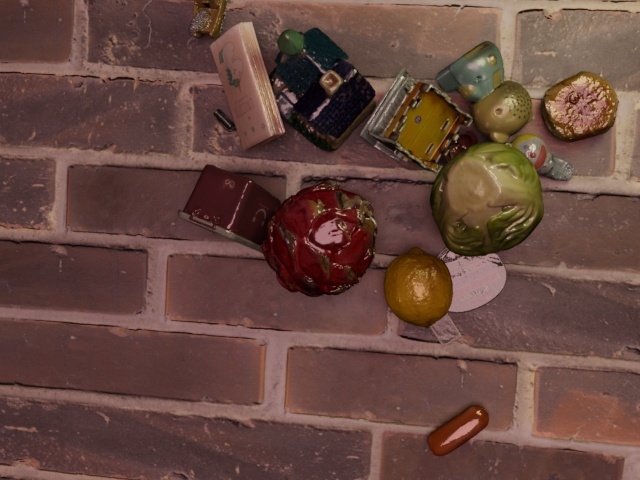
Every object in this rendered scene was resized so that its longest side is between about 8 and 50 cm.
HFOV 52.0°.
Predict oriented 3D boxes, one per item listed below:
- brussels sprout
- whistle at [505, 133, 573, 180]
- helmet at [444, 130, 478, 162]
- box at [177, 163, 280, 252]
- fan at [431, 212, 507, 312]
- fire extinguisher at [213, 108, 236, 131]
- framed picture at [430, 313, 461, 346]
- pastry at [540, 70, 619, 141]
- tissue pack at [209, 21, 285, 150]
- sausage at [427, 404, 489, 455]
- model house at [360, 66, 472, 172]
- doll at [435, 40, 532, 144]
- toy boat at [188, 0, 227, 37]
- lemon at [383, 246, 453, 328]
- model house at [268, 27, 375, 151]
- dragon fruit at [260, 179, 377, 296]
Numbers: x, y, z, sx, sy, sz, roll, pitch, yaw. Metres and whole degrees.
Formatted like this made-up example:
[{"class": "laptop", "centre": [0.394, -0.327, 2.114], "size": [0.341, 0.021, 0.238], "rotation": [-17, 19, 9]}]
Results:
[{"class": "brussels sprout", "centre": [0.429, -0.112, 1.719], "size": [0.289, 0.354, 0.282], "rotation": [-18, 76, 21]}, {"class": "whistle", "centre": [0.608, -0.222, 1.822], "size": [0.223, 0.123, 0.123], "rotation": [21, 95, -10]}, {"class": "helmet", "centre": [0.384, -0.272, 1.865], "size": [0.111, 0.057, 0.089], "rotation": [-35, 124, -3]}, {"class": "box", "centre": [-0.240, -0.086, 1.819], "size": [0.193, 0.294, 0.168], "rotation": [20, 85, 18]}, {"class": "fan", "centre": [0.386, 0.087, 1.905], "size": [0.294, 0.012, 0.223], "rotation": [35, 97, 3]}, {"class": "fire extinguisher", "centre": [-0.281, -0.350, 1.940], "size": [0.083, 0.025, 0.038], "rotation": [43, 129, 2]}, {"class": "framed picture", "centre": [0.361, 0.257, 1.913], "size": [0.066, 0.006, 0.089], "rotation": [-32, 91, 10]}, {"class": "pastry", "centre": [0.713, -0.363, 1.810], "size": [0.192, 0.093, 0.182], "rotation": [-26, 91, 10]}, {"class": "tissue pack", "centre": [-0.208, -0.433, 1.864], "size": [0.071, 0.170, 0.326], "rotation": [-19, 92, -38]}, {"class": "sausage", "centre": [0.399, 0.549, 1.894], "size": [0.197, 0.076, 0.076], "rotation": [-36, 89, 5]}, {"class": "model house", "centre": [0.256, -0.327, 1.795], "size": [0.198, 0.215, 0.224], "rotation": [27, 97, -35]}, {"class": "doll", "centre": [0.465, -0.400, 1.792], "size": [0.177, 0.161, 0.261], "rotation": [-38, 97, -28]}, {"class": "toy boat", "centre": [-0.316, -0.741, 1.877], "size": [0.089, 0.121, 0.321], "rotation": [10, 94, 10]}, {"class": "lemon", "centre": [0.272, 0.133, 1.827], "size": [0.192, 0.192, 0.231], "rotation": [-9, 90, 6]}, {"class": "model house", "centre": [-0.009, -0.425, 1.789], "size": [0.298, 0.284, 0.243], "rotation": [43, 91, 2]}, {"class": "dragon fruit", "centre": [0.001, 0.003, 1.795], "size": [0.329, 0.329, 0.330], "rotation": [0, 93, 5]}]
